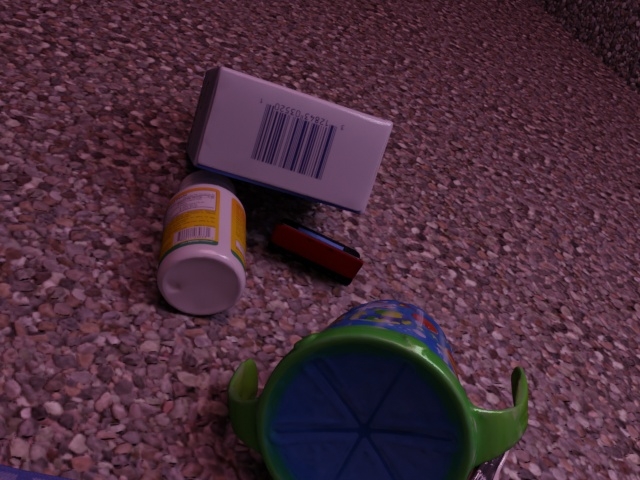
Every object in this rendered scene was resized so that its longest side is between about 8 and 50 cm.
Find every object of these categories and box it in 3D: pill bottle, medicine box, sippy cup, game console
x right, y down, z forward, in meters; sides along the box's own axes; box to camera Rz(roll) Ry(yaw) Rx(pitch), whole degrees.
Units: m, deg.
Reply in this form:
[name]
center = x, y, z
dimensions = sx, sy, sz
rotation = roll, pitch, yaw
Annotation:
[pill bottle]
center = -0.163, -0.005, 1.104
dimensions = 0.118, 0.117, 0.208
rotation = 14, 37, -17
[medicine box]
center = -0.064, -0.164, 1.250
dimensions = 0.264, 0.149, 0.289
rotation = 15, 7, -14
[sippy cup]
center = 0.066, 0.178, 0.923
dimensions = 0.306, 0.240, 0.224
rotation = 34, 19, 2
[game console]
center = 0.000, 0.000, 1.226
dimensions = 0.144, 0.085, 0.124
rotation = 26, 35, -1

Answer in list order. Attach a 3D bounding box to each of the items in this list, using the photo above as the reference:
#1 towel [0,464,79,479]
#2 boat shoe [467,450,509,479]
[towel]
center = -0.335, 0.302, 0.656
dimensions = 0.209, 0.034, 0.285
rotation = 12, 34, -2
[boat shoe]
center = 0.212, 0.289, 1.022
dimensions = 0.038, 0.046, 0.125
rotation = 34, 44, 3
